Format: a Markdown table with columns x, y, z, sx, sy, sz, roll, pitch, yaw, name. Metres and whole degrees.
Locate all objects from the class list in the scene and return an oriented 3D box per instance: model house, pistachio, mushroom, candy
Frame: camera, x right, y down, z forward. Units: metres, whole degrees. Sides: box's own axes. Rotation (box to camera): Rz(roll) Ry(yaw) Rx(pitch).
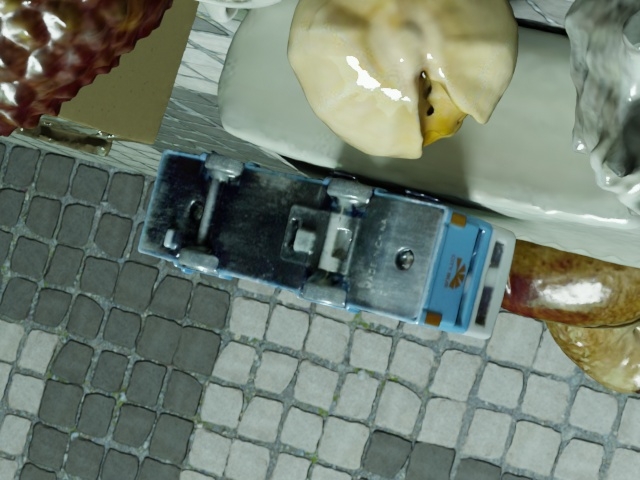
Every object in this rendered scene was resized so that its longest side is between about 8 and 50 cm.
| x | y | z | sx | sy | sz | roll | pitch | yaw | name |
| --- | --- | --- | --- | --- | --- | --- | --- | --- | --- |
| -0.236 | -0.178 | 1.375 | 0.176 | 0.181 | 0.248 | 21 | 171 | -39 | model house |
| 0.057 | -0.133 | 1.185 | 0.157 | 0.157 | 0.229 | 15 | 178 | 11 | pistachio |
| 0.240 | 0.015 | 1.573 | 0.267 | 0.255 | 0.267 | -8 | 173 | -1 | mushroom |
| 0.120 | -0.092 | 1.393 | 0.358 | 0.145 | 0.208 | 15 | 176 | 20 | candy |

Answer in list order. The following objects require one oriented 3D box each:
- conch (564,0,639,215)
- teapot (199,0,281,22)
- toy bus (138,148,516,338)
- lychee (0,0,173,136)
| x | y | z | sx | sy | sz | roll | pitch | yaw | name |
| --- | --- | --- | --- | --- | --- | --- | --- | --- | --- |
| 0.219 | -0.075 | 0.760 | 0.186 | 0.241 | 0.313 | 34 | -174 | 23 | conch |
| -0.078 | -0.199 | 1.153 | 0.145 | 0.092 | 0.226 | 18 | 177 | 14 | teapot |
| 0.000 | 0.000 | 1.385 | 0.297 | 0.106 | 0.131 | 13 | 178 | 41 | toy bus |
| -0.189 | -0.180 | 0.924 | 0.236 | 0.236 | 0.271 | 12 | 163 | 44 | lychee |
